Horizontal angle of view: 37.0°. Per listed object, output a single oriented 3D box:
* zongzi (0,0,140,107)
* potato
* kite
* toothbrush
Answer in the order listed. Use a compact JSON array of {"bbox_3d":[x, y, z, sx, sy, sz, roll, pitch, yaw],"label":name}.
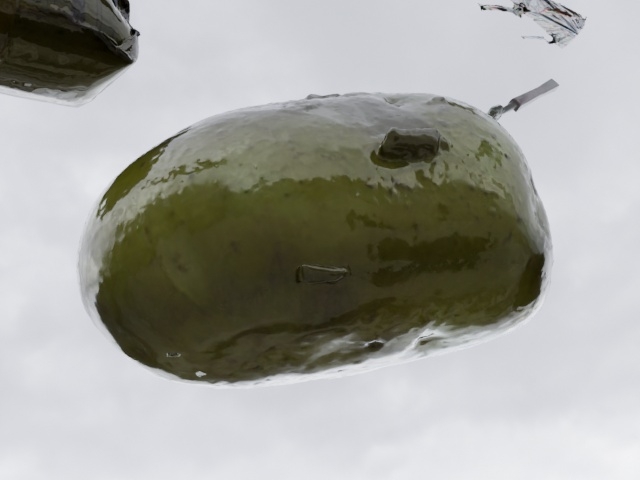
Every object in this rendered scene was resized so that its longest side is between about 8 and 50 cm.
[{"bbox_3d":[-0.274,-0.234,0.663,0.123,0.289,0.260,-36,-21,32],"label":"zongzi"},{"bbox_3d":[0.001,0.000,0.498,0.228,0.149,0.197,-14,-2,12],"label":"potato"},{"bbox_3d":[0.228,-0.249,1.048,0.182,0.160,0.010,26,-90,-39],"label":"kite"},{"bbox_3d":[0.224,-0.156,1.062,0.194,0.014,0.017,-28,-22,-53],"label":"toothbrush"}]
